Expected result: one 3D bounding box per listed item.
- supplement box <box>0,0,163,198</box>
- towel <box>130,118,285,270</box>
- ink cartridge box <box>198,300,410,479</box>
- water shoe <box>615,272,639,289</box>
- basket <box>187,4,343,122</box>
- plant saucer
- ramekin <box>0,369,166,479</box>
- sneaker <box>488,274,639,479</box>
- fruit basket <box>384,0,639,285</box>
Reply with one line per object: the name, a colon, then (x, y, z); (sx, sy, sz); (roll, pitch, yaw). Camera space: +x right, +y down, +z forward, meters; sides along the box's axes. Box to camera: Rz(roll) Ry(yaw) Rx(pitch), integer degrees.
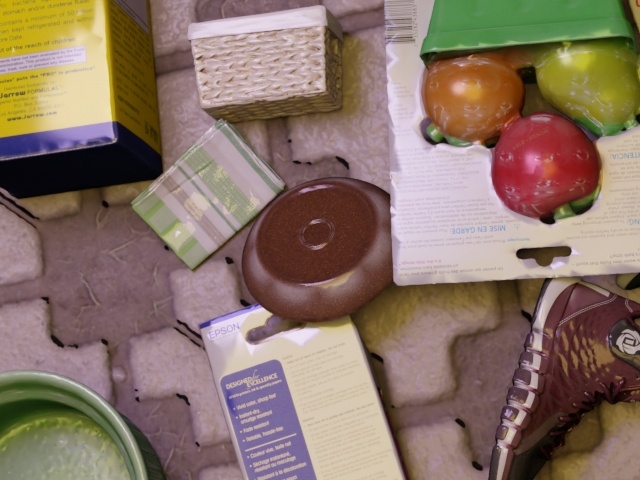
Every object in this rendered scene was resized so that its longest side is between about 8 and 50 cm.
supplement box: (-0.313, -0.250, 2.041); (0.195, 0.194, 0.356); (-7, 78, 10)
towel: (-0.131, -0.053, 2.039); (0.152, 0.023, 0.113); (-42, 97, 3)
ink cartridge box: (-0.001, 0.243, 1.959); (0.176, 0.069, 0.371); (-19, 79, 7)
water shoe: (0.426, 0.024, 1.911); (0.203, 0.073, 0.080); (-24, 79, 7)
basket: (-0.059, -0.201, 2.025); (0.167, 0.113, 0.103); (-7, 81, 11)
plant saucer: (0.000, 0.000, 1.977); (0.199, 0.036, 0.198); (-9, 53, 12)
ramekin: (-0.318, 0.303, 1.967); (0.303, 0.148, 0.303); (-2, 79, 11)
sneaker: (0.286, 0.180, 1.896); (0.162, 0.106, 0.281); (17, 83, 10)
fruit basket: (0.237, -0.130, 1.938); (0.327, 0.165, 0.353); (-4, 85, 12)
